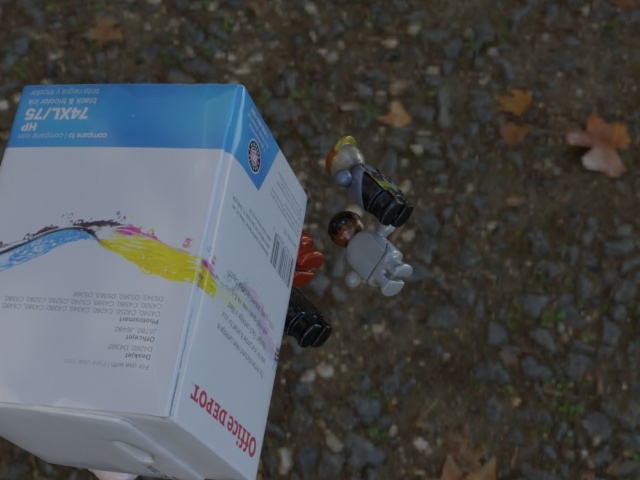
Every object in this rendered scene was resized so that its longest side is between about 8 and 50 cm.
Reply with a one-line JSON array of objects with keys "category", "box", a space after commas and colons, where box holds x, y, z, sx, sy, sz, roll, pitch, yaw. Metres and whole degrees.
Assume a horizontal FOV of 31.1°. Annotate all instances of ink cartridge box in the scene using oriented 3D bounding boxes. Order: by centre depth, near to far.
[{"category": "ink cartridge box", "box": [-0.146, 0.038, 0.933, 0.197, 0.198, 0.270, 2, 66, 17]}]

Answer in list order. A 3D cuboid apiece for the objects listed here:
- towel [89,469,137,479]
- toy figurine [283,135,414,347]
[{"category": "towel", "box": [-0.263, 0.106, 1.293, 0.332, 0.053, 0.317, 40, 22, 10]}, {"category": "toy figurine", "box": [0.000, 0.000, 1.411, 0.209, 0.213, 0.148, -33, 55, -18]}]
